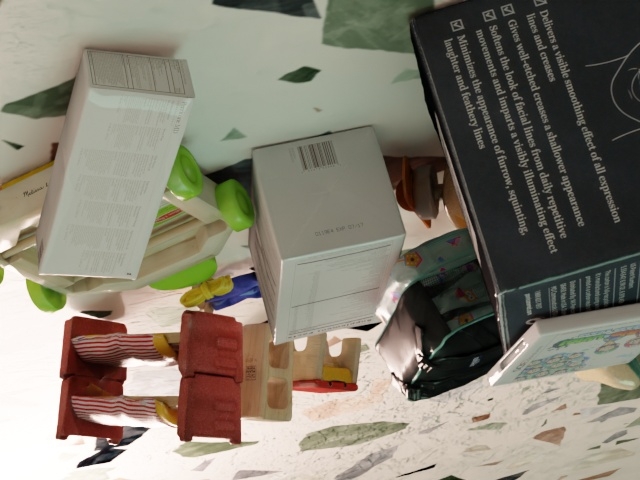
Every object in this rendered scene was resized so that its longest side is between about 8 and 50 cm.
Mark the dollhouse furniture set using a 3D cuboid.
[{"bbox_3d":[-0.131,0.184,1.999,0.201,0.152,0.374,-5,169,34],"label":"dollhouse furniture set"}]

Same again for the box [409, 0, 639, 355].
[{"bbox_3d":[0.318,-0.101,1.506,0.395,0.294,0.212,-16,158,4],"label":"box"}]

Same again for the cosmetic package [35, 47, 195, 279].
[{"bbox_3d":[-0.194,-0.066,1.470,0.098,0.060,0.239,6,134,-20],"label":"cosmetic package"}]

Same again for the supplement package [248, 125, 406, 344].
[{"bbox_3d":[0.000,0.000,1.742,0.139,0.134,0.244,-11,157,-10],"label":"supplement package"}]

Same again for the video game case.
[{"bbox_3d":[0.255,0.098,1.522,0.157,0.019,0.143,-8,157,-18],"label":"video game case"}]

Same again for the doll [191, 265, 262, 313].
[{"bbox_3d":[-0.059,0.044,1.923,0.189,0.046,0.129,-17,158,5],"label":"doll"}]

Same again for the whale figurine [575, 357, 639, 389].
[{"bbox_3d":[0.328,0.064,1.989,0.141,0.272,0.216,-47,-151,-25],"label":"whale figurine"}]

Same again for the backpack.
[{"bbox_3d":[0.159,0.072,1.713,0.188,0.144,0.166,-15,150,-21],"label":"backpack"}]

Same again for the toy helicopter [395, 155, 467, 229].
[{"bbox_3d":[0.178,-0.012,1.816,0.234,0.140,0.355,10,142,-8],"label":"toy helicopter"}]

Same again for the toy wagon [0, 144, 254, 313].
[{"bbox_3d":[-0.206,-0.002,1.697,0.267,0.068,0.344,-23,157,18],"label":"toy wagon"}]
